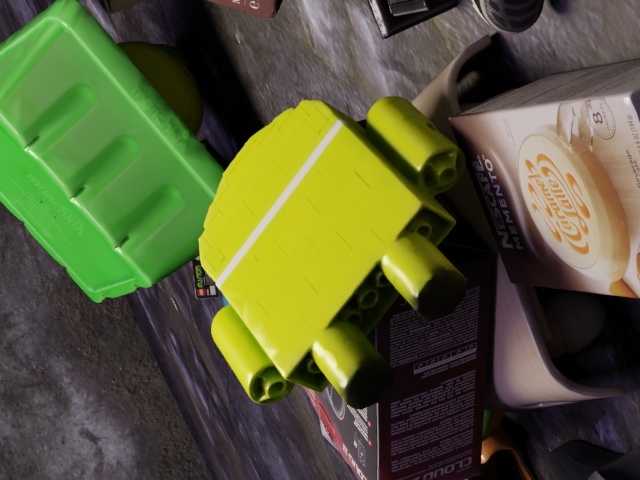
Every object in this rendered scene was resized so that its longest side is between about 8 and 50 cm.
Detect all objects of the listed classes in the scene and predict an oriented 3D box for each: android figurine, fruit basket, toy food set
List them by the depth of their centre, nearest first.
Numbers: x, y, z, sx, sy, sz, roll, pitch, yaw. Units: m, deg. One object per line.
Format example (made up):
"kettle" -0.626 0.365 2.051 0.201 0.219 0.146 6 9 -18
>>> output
"android figurine" 0.000 0.000 1.047 0.056 0.248 0.273 27 -166 -41
"toy food set" 0.151 0.000 1.172 0.220 0.092 0.306 144 108 -73
"fruit basket" -0.247 -0.149 1.771 0.283 0.392 0.392 -17 99 54

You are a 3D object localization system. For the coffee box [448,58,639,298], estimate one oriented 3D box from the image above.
"coffee box" 0.200 -0.042 0.916 0.141 0.098 0.246 68 163 -8

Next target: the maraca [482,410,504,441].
"maraca" 0.138 0.117 1.337 0.127 0.099 0.186 26 112 61

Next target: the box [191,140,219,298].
"box" -0.176 -0.030 2.019 0.114 0.036 0.207 -97 3 -58

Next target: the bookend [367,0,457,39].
"bookend" 0.079 -0.242 1.036 0.156 0.072 0.157 14 128 68

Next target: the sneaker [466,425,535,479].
"sneaker" 0.186 0.318 1.449 0.123 0.105 0.290 35 146 62

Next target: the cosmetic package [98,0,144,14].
"cosmetic package" -0.285 -0.444 1.720 0.296 0.129 0.153 53 161 33

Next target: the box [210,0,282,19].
"box" -0.103 -0.322 1.153 0.203 0.167 0.168 17 154 4

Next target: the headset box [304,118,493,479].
"headset box" 0.051 0.075 1.211 0.218 0.110 0.293 -125 24 -46

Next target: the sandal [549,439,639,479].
"sandal" 0.262 0.227 1.186 0.097 0.054 0.254 64 163 0

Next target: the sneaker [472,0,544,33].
"sneaker" 0.139 -0.203 0.927 0.170 0.063 0.075 88 157 -43

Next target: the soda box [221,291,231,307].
"soda box" -0.105 0.058 2.005 0.071 0.067 0.210 52 160 34

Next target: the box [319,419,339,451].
"box" 0.078 0.263 1.756 0.233 0.044 0.159 42 154 38
